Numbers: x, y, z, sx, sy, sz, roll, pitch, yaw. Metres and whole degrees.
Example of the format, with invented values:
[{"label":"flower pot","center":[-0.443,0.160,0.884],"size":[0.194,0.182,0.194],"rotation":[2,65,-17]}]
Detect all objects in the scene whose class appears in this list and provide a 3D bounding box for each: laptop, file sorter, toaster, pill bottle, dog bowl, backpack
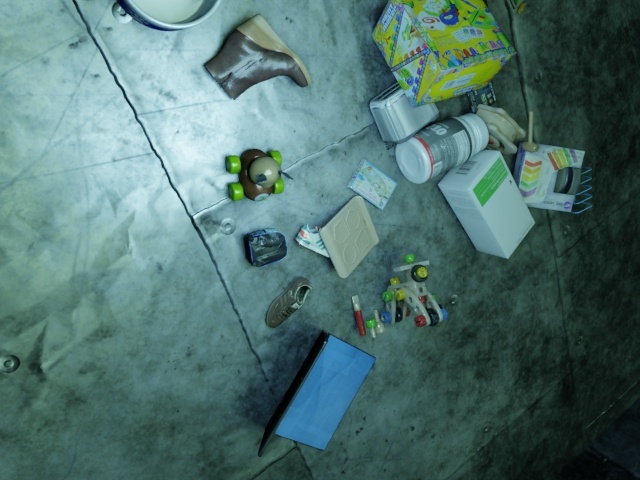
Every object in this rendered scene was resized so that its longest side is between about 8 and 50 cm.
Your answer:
[{"label":"laptop","center":[0.010,0.516,1.699],"size":[0.236,0.408,0.382],"rotation":[30,86,1]},{"label":"file sorter","center":[1.043,-0.212,2.171],"size":[0.118,0.104,0.171],"rotation":[-23,113,-24]},{"label":"toaster","center":[0.252,-0.403,1.651],"size":[0.227,0.129,0.147],"rotation":[-37,114,-14]},{"label":"pill bottle","center":[0.403,-0.311,1.740],"size":[0.283,0.161,0.161],"rotation":[-27,115,-22]},{"label":"dog bowl","center":[-0.363,-0.636,1.243],"size":[0.264,0.104,0.265],"rotation":[-9,107,-29]},{"label":"backpack","center":[-0.161,0.015,1.545],"size":[0.114,0.084,0.105],"rotation":[-13,110,-21]}]

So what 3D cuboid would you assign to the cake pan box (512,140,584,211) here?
[{"label":"cake pan box","center":[0.877,-0.244,2.049],"size":[0.266,0.070,0.246],"rotation":[7,102,-14]}]

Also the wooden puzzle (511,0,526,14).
[{"label":"wooden puzzle","center":[0.690,-0.860,1.846],"size":[0.116,0.014,0.079],"rotation":[41,81,-31]}]

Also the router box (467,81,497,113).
[{"label":"router box","center":[0.560,-0.519,1.847],"size":[0.092,0.038,0.123],"rotation":[-36,118,-16]}]

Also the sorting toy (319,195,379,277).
[{"label":"sorting toy","center":[0.092,-0.013,1.692],"size":[0.208,0.038,0.193],"rotation":[-43,121,-33]}]

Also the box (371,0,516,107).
[{"label":"box","center":[0.359,-0.583,1.558],"size":[0.289,0.177,0.279],"rotation":[-20,76,-24]}]

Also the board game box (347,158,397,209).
[{"label":"board game box","center":[0.170,-0.180,1.719],"size":[0.154,0.026,0.104],"rotation":[31,86,-32]}]

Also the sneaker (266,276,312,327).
[{"label":"sneaker","center":[-0.097,0.195,1.639],"size":[0.066,0.071,0.188],"rotation":[39,82,-32]}]

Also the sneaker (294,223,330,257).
[{"label":"sneaker","center":[0.000,0.000,1.650],"size":[0.161,0.057,0.075],"rotation":[24,96,-30]}]

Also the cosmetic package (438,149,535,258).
[{"label":"cosmetic package","center":[0.603,-0.131,1.905],"size":[0.197,0.155,0.365],"rotation":[-50,122,-13]}]

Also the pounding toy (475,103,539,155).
[{"label":"pounding toy","center":[0.643,-0.400,1.859],"size":[0.269,0.154,0.155],"rotation":[32,86,-31]}]

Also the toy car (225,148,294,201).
[{"label":"toy car","center":[-0.152,-0.170,1.440],"size":[0.154,0.188,0.149],"rotation":[-12,109,-27]}]

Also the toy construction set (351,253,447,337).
[{"label":"toy construction set","center":[0.257,0.177,1.789],"size":[0.308,0.257,0.238],"rotation":[-14,92,-3]}]

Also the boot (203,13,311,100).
[{"label":"boot","center":[-0.166,-0.457,1.435],"size":[0.207,0.090,0.248],"rotation":[-46,123,2]}]

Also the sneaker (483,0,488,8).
[{"label":"sneaker","center":[0.475,-0.761,1.709],"size":[0.130,0.109,0.286],"rotation":[-50,129,-20]}]
